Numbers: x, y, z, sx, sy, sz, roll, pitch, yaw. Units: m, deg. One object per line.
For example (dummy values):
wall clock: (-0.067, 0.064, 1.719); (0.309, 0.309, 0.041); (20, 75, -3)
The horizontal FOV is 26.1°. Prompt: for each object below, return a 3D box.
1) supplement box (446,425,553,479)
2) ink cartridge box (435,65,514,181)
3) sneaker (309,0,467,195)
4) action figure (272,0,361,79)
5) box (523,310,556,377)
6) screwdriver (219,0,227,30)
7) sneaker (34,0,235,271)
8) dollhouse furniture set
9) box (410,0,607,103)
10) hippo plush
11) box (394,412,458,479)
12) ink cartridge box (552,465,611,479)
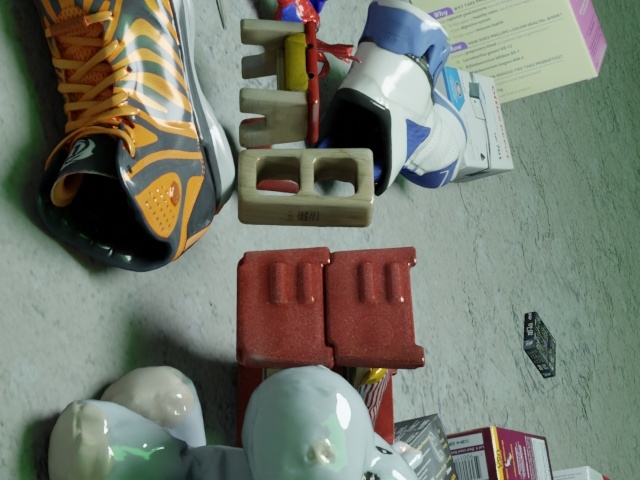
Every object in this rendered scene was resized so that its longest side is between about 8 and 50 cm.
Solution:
supplement box: (0.199, 0.275, 1.653); (0.188, 0.104, 0.080); (22, 58, -59)
ink cartridge box: (0.182, -0.154, 1.865); (0.191, 0.082, 0.139); (-4, 81, -62)
sneaker: (0.067, -0.124, 1.590); (0.182, 0.127, 0.315); (-58, 158, -16)
action figure: (-0.017, -0.289, 1.455); (0.091, 0.139, 0.280); (-51, 135, -38)
box: (0.329, 0.156, 2.065); (0.083, 0.018, 0.067); (51, 36, -41)
screwdriver: (-0.116, -0.301, 1.428); (0.025, 0.024, 0.169); (-5, 88, -34)
sneaker: (-0.171, -0.120, 1.102); (0.321, 0.125, 0.180); (65, 27, -20)
dollhouse furniture set: (0.000, 0.000, 1.272); (0.201, 0.152, 0.374); (95, -6, -57)
box: (0.261, -0.331, 1.957); (0.243, 0.214, 0.117); (63, 29, -22)
hippo plush: (-0.049, 0.222, 1.041); (0.294, 0.237, 0.234); (63, 28, -23)
box: (0.086, 0.334, 1.397); (0.307, 0.077, 0.242); (-26, 101, -70)
ink cartridge box: (0.379, 0.424, 1.966); (0.127, 0.072, 0.175); (35, 47, -54)
